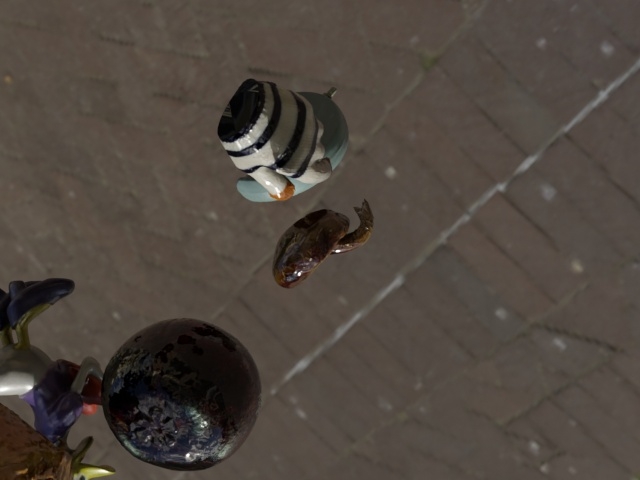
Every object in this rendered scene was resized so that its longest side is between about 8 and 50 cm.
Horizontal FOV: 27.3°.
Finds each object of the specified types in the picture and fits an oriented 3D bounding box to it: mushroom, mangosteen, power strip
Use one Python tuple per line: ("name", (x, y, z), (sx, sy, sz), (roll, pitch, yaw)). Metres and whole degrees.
("mushroom", (-0.001, -0.002, 1.852), (0.080, 0.170, 0.135), (56, 176, -3))
("mangosteen", (-0.177, 0.202, 1.780), (0.216, 0.216, 0.216), (31, 146, 24))
("power strip", (-0.033, -0.167, 2.162), (0.167, 0.253, 0.054), (-3, 134, 25))

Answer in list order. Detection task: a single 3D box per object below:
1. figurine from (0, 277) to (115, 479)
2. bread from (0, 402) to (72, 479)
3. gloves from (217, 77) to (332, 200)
("figurine", (-0.423, 0.259, 2.032), (0.154, 0.193, 0.421), (-23, 90, 54))
("bread", (-0.494, 0.374, 1.705), (0.204, 0.358, 0.337), (44, -170, 22))
("gloves", (-0.046, -0.146, 1.943), (0.218, 0.140, 0.131), (27, 157, -37))
